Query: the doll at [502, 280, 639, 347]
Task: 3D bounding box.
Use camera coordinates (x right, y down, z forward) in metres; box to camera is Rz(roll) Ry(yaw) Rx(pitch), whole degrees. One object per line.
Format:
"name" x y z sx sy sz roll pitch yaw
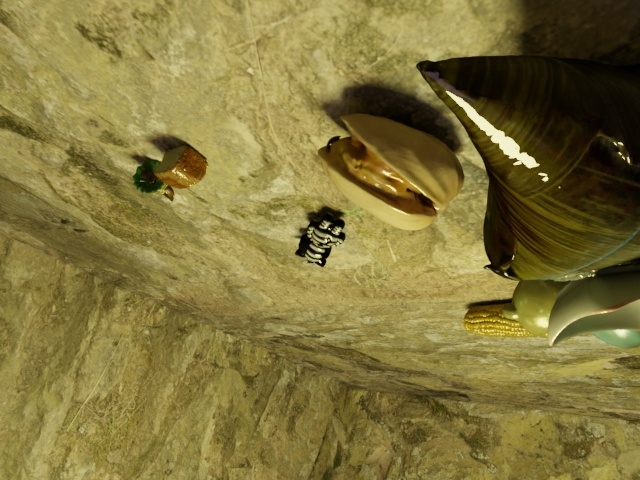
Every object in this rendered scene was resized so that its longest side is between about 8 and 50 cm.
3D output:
"doll" 0.519 0.124 0.871 0.177 0.161 0.261 -21 -171 -32

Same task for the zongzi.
"zongzi" 0.239 -0.065 0.547 0.432 0.207 0.403 3 159 -14

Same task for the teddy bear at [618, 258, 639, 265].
"teddy bear" 0.527 -0.002 0.695 0.133 0.111 0.213 13 156 -4

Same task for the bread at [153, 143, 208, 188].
"bread" -0.284 -0.145 0.881 0.083 0.076 0.070 -7 143 36

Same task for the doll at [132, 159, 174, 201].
"doll" -0.362 -0.139 0.980 0.078 0.076 0.113 39 -174 6

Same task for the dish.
"dish" 0.457 0.089 0.652 0.212 0.077 0.151 -5 149 -11

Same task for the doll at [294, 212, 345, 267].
"doll" 0.000 0.000 1.036 0.091 0.067 0.219 22 148 -7

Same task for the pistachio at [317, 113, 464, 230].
"pistachio" 0.112 -0.112 0.677 0.229 0.157 0.157 27 152 -12

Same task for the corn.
"corn" 0.517 0.211 1.147 0.106 0.106 0.293 30 153 -29
